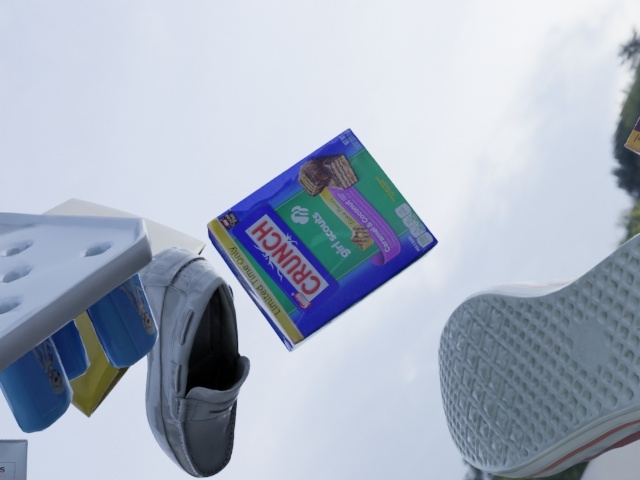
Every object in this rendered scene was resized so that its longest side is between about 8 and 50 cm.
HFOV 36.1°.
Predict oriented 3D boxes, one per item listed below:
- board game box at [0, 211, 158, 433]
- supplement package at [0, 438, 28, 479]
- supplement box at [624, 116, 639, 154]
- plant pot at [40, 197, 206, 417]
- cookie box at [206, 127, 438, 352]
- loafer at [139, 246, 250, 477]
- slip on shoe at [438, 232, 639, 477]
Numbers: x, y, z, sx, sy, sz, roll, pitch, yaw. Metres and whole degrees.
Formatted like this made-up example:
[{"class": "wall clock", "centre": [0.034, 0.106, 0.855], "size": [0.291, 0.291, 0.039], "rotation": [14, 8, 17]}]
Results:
[{"class": "board game box", "centre": [-0.310, 0.097, 0.344], "size": [0.390, 0.389, 0.050], "rotation": [-42, -55, -45]}, {"class": "supplement package", "centre": [-0.338, 0.297, 0.732], "size": [0.199, 0.198, 0.263], "rotation": [-39, 52, 54]}, {"class": "supplement box", "centre": [0.474, -0.139, 1.051], "size": [0.129, 0.191, 0.194], "rotation": [15, -75, -47]}, {"class": "plant pot", "centre": [-0.296, 0.062, 1.268], "size": [0.212, 0.187, 0.212], "rotation": [-57, 2, 13]}, {"class": "cookie box", "centre": [0.000, 0.000, 0.593], "size": [0.107, 0.092, 0.040], "rotation": [-35, -10, -11]}, {"class": "loafer", "centre": [-0.137, 0.158, 1.124], "size": [0.112, 0.111, 0.320], "rotation": [-38, -44, -38]}, {"class": "slip on shoe", "centre": [0.167, 0.068, 0.571], "size": [0.331, 0.101, 0.123], "rotation": [139, 128, -59]}]
